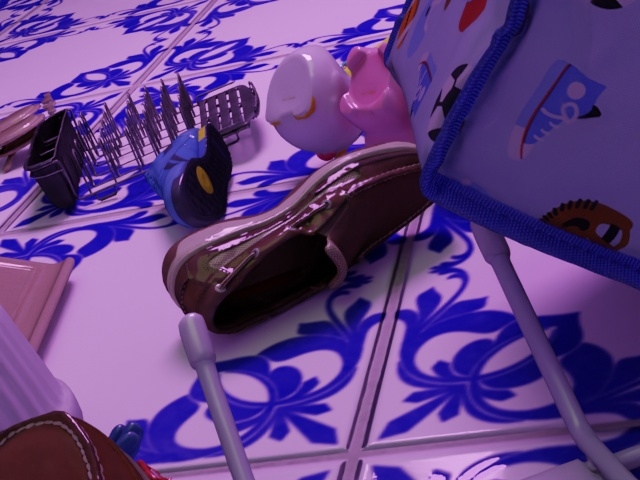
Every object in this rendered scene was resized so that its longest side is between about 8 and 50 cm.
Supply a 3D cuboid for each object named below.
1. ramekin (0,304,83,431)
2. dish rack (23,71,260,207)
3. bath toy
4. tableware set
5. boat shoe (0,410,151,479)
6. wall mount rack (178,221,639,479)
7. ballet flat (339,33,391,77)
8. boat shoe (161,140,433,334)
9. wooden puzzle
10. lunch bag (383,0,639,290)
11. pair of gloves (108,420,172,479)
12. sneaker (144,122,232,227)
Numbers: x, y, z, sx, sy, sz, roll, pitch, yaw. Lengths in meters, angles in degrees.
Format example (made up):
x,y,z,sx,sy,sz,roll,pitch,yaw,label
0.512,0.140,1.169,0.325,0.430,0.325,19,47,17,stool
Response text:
x,y,z,sx,sy,sz,roll,pitch,yaw,label
-0.307,0.130,0.828,0.272,0.127,0.273,-22,16,7,ramekin
-0.205,-0.134,1.451,0.271,0.074,0.208,-22,24,2,dish rack
0.095,-0.121,1.185,0.129,0.152,0.348,15,-7,-44,bath toy
-0.408,-0.145,1.673,0.128,0.039,0.194,-31,19,-5,tableware set
-0.124,0.193,0.519,0.122,0.120,0.324,-26,40,8,boat shoe
0.057,0.114,0.676,0.350,0.131,0.304,-18,20,-7,wall mount rack
0.103,-0.216,1.473,0.077,0.077,0.231,24,44,25,ballet flat
0.002,0.006,1.021,0.257,0.095,0.095,-29,39,-13,boat shoe
-0.356,0.065,1.103,0.238,0.044,0.221,4,24,-2,wooden puzzle
0.252,-0.082,0.812,0.385,0.239,0.328,21,20,-10,lunch bag
-0.161,0.176,0.735,0.159,0.023,0.198,-40,11,-10,pair of gloves
-0.144,-0.055,1.274,0.082,0.069,0.209,-25,21,12,sneaker
